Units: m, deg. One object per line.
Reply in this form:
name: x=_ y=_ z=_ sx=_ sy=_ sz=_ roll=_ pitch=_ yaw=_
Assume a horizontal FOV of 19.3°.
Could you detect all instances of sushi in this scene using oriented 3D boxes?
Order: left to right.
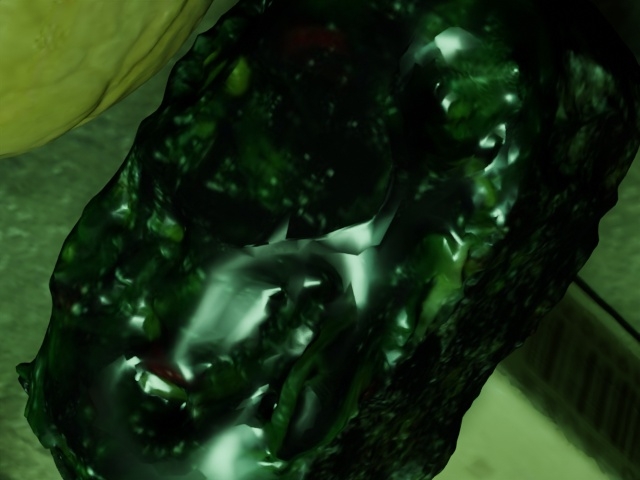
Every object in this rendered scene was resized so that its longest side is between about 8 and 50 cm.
sushi: x=0.000 y=0.000 z=0.596 sx=0.124 sy=0.127 sz=0.225 roll=43 pitch=108 yaw=24

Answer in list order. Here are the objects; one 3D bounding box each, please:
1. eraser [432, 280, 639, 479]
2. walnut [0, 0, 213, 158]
eraser: x=0.124 y=0.147 z=0.756 sx=0.343 sy=0.078 sz=0.144 roll=42 pitch=129 yaw=-17
walnut: x=-0.107 y=-0.127 z=0.544 sx=0.193 sy=0.193 sz=0.226 roll=31 pitch=130 yaw=-8
